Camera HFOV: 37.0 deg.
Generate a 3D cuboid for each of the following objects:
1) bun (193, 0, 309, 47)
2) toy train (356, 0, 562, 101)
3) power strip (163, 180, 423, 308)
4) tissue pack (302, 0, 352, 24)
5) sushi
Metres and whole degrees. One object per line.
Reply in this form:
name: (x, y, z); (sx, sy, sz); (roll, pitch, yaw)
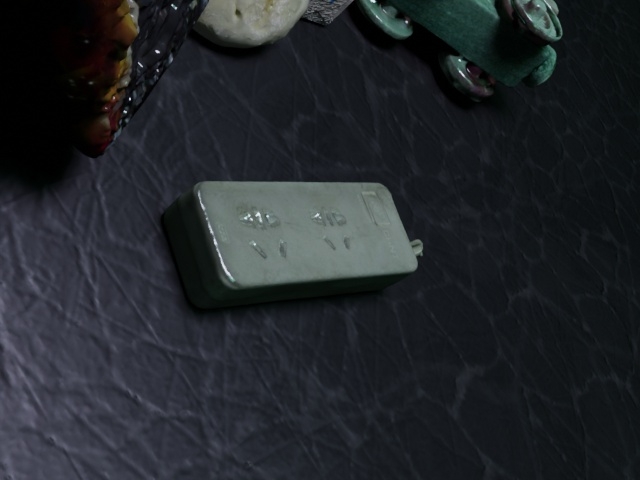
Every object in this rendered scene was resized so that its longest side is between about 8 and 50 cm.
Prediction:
bun: (-0.081, -0.271, 0.887); (0.183, 0.102, 0.183); (24, 50, -31)
toy train: (0.158, -0.307, 1.138); (0.304, 0.150, 0.221); (30, 39, -27)
power strip: (0.000, 0.000, 0.822); (0.288, 0.053, 0.093); (-4, 67, -47)
tissue pack: (-0.002, -0.288, 1.005); (0.059, 0.074, 0.094); (2, 60, -43)
sushi: (-0.175, -0.182, 0.627); (0.215, 0.227, 0.212); (32, 51, -20)
